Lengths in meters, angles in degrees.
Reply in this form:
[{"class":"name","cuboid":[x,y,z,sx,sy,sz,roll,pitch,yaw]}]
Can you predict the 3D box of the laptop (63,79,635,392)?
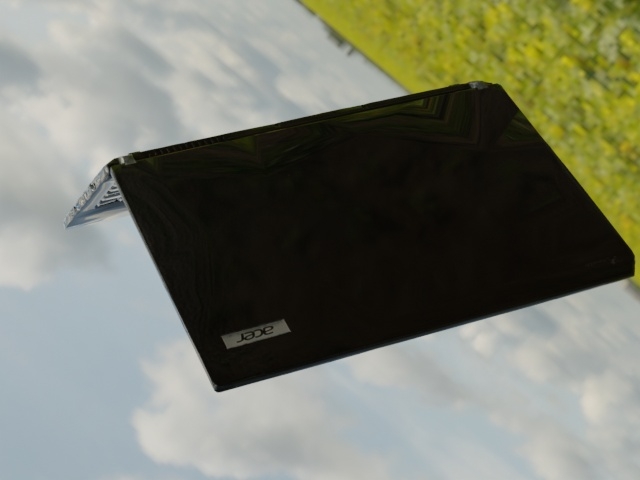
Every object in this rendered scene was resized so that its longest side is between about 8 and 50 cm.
[{"class":"laptop","cuboid":[0.000,0.000,0.791,0.264,0.234,0.137,151,104,-69]}]
